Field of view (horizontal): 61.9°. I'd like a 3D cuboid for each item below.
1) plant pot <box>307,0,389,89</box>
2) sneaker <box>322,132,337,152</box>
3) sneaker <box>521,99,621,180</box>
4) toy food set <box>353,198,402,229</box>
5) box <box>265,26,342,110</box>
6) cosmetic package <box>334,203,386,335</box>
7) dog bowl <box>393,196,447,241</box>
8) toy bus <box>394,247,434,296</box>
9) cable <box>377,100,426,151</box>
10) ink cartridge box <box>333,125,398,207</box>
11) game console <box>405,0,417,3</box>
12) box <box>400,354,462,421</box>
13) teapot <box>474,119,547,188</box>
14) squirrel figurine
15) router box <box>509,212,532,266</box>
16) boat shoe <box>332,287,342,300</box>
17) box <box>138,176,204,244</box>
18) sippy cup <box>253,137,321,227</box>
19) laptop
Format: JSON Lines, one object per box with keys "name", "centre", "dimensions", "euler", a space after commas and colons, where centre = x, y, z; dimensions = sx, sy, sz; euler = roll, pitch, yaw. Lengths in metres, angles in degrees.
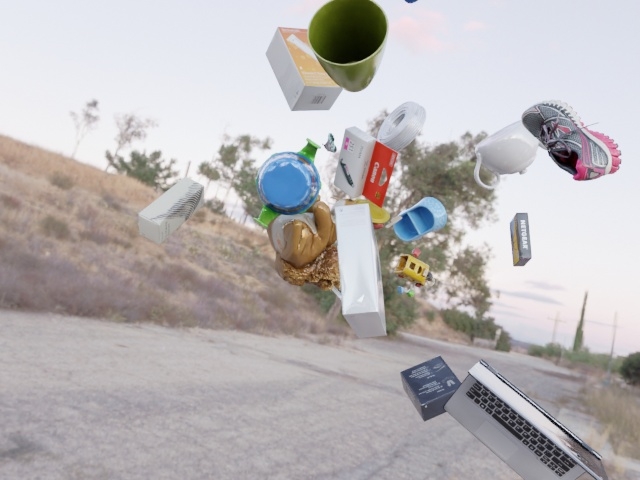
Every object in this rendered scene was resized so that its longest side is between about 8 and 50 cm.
{"name": "plant pot", "centre": [0.114, -0.671, 1.927], "dimensions": [0.275, 0.274, 0.293], "euler": [12, -12, 12]}
{"name": "sneaker", "centre": [0.033, -0.451, 2.465], "dimensions": [0.069, 0.038, 0.098], "euler": [12, -52, 37]}
{"name": "sneaker", "centre": [0.607, -0.258, 1.345], "dimensions": [0.112, 0.299, 0.120], "euler": [-20, -48, -10]}
{"name": "toy food set", "centre": [0.220, -0.095, 2.278], "dimensions": [0.218, 0.128, 0.071], "euler": [29, -49, 19]}
{"name": "box", "centre": [-0.074, -0.772, 2.413], "dimensions": [0.215, 0.345, 0.168], "euler": [-11, -23, -33]}
{"name": "cosmetic package", "centre": [0.117, 0.100, 1.479], "dimensions": [0.098, 0.284, 0.377], "euler": [-4, -19, 9]}
{"name": "dog bowl", "centre": [0.463, -0.091, 2.546], "dimensions": [0.074, 0.165, 0.297], "euler": [-27, -3, -38]}
{"name": "toy bus", "centre": [0.426, 0.139, 2.335], "dimensions": [0.202, 0.190, 0.104], "euler": [-22, 4, -24]}
{"name": "cable", "centre": [0.372, -0.522, 2.445], "dimensions": [0.089, 0.257, 0.257], "euler": [37, -18, -21]}
{"name": "ink cartridge box", "centre": [0.176, -0.289, 2.172], "dimensions": [0.060, 0.274, 0.239], "euler": [-24, 50, -38]}
{"name": "game console", "centre": [0.252, -0.823, 1.389], "dimensions": [0.250, 0.173, 0.293], "euler": [-29, -31, 25]}
{"name": "box", "centre": [0.372, 0.489, 1.775], "dimensions": [0.156, 0.093, 0.158], "euler": [-20, 34, -9]}
{"name": "teapot", "centre": [0.739, -0.336, 2.075], "dimensions": [0.256, 0.187, 0.252], "euler": [-25, 10, 40]}
{"name": "squirrel figurine", "centre": [0.000, 0.000, 2.142], "dimensions": [0.371, 0.396, 0.281], "euler": [-12, 23, -27]}
{"name": "router box", "centre": [0.751, -0.002, 2.006], "dimensions": [0.046, 0.178, 0.133], "euler": [-1, -16, 8]}
{"name": "boat shoe", "centre": [0.101, 0.239, 2.695], "dimensions": [0.219, 0.070, 0.078], "euler": [47, 8, 27]}
{"name": "box", "centre": [-0.546, -0.115, 1.975], "dimensions": [0.094, 0.275, 0.113], "euler": [26, -44, 11]}
{"name": "sippy cup", "centre": [-0.115, -0.196, 1.834], "dimensions": [0.240, 0.305, 0.224], "euler": [-2, 6, 0]}
{"name": "laptop", "centre": [0.507, 0.528, 1.412], "dimensions": [0.382, 0.407, 0.236], "euler": [40, 44, 22]}
